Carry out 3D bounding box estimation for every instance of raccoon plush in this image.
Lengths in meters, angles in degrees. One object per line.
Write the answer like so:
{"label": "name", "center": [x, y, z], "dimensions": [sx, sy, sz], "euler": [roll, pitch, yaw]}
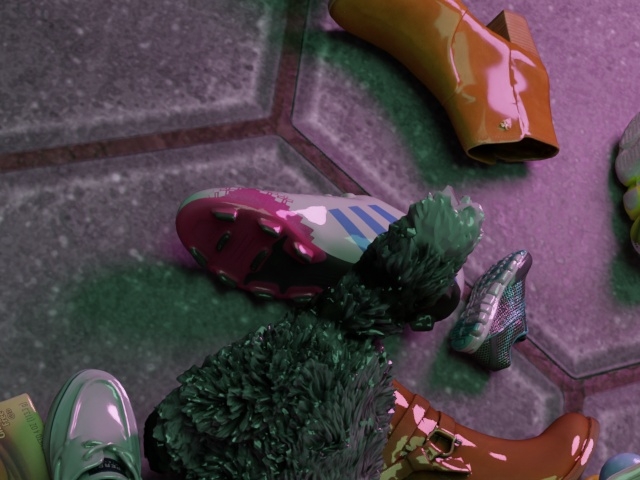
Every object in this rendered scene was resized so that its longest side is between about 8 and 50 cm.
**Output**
{"label": "raccoon plush", "center": [0.032, 0.203, 1.341], "dimensions": [0.216, 0.446, 0.299], "euler": [-8, 56, -52]}

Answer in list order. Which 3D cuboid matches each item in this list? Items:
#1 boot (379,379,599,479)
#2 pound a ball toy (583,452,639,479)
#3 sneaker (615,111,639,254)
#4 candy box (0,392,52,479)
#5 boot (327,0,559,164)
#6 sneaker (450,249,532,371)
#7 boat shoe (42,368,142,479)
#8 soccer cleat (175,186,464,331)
{"label": "boot", "center": [0.146, 0.221, 1.568], "dimensions": [0.220, 0.109, 0.283], "euler": [42, 60, 10]}
{"label": "pound a ball toy", "center": [0.326, 0.287, 1.488], "dimensions": [0.208, 0.319, 0.135], "euler": [-21, 71, -16]}
{"label": "sneaker", "center": [0.442, -0.057, 1.881], "dimensions": [0.126, 0.091, 0.240], "euler": [29, 50, -28]}
{"label": "candy box", "center": [-0.279, 0.311, 1.320], "dimensions": [0.183, 0.087, 0.316], "euler": [-19, 70, -34]}
{"label": "boot", "center": [0.156, -0.200, 1.819], "dimensions": [0.295, 0.104, 0.211], "euler": [8, 57, -24]}
{"label": "sneaker", "center": [0.208, 0.082, 1.704], "dimensions": [0.076, 0.065, 0.166], "euler": [43, 55, -14]}
{"label": "boat shoe", "center": [-0.191, 0.218, 1.317], "dimensions": [0.095, 0.084, 0.258], "euler": [11, 52, -25]}
{"label": "soccer cleat", "center": [0.000, 0.000, 1.637], "dimensions": [0.331, 0.116, 0.143], "euler": [18, 39, -15]}
